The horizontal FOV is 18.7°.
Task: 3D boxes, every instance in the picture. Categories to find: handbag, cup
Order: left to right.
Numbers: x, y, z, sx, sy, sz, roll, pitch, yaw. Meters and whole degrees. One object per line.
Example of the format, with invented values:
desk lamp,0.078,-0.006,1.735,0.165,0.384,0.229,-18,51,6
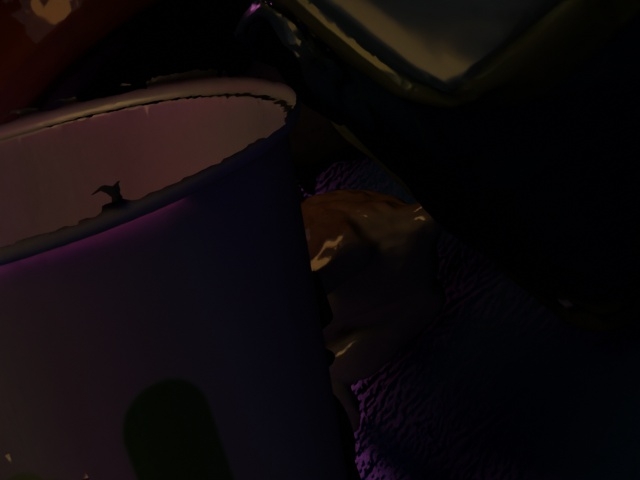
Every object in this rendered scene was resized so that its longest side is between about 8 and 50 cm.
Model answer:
cup,-0.100,0.088,0.841,0.253,0.274,0.253,-14,17,4
handbag,0.086,-0.122,0.885,0.222,0.241,0.263,-47,59,-3

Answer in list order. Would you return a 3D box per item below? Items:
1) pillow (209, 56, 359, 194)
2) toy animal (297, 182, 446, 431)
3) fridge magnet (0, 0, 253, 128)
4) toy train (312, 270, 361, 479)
pillow,0.013,-0.092,1.137,0.241,0.093,0.051,-35,19,30
toy animal,-0.002,-0.014,1.090,0.184,0.104,0.185,-52,31,11
fridge magnet,-0.117,-0.152,1.161,0.364,0.364,0.155,-39,76,23
toy train,-0.023,0.108,0.979,0.105,0.178,0.071,-18,7,15
